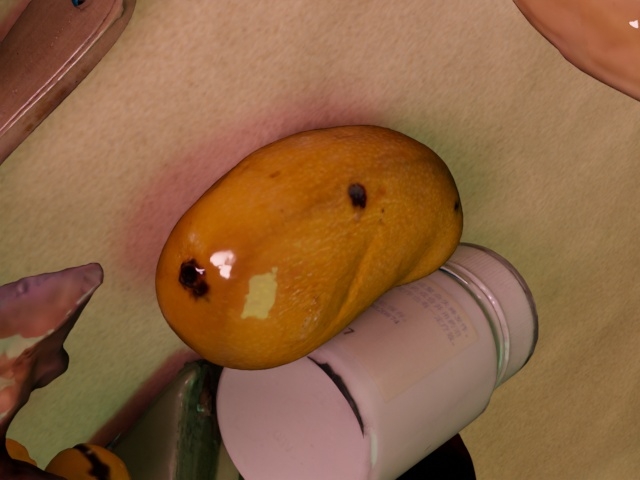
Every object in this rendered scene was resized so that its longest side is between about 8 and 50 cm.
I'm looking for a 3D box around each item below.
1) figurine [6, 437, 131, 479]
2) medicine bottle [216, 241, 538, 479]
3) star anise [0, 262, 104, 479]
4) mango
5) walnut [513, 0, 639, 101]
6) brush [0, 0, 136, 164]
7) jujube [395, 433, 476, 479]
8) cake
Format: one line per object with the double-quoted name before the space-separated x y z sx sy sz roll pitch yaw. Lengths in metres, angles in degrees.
"figurine" -0.241 0.213 0.949 0.320 0.196 0.323 -25 154 -18
"medicine bottle" 0.051 0.095 1.250 0.258 0.143 0.143 -27 147 -49
"star anise" -0.216 0.095 0.732 0.315 0.315 0.108 -55 169 14
"mango" -0.005 -0.002 1.102 0.262 0.109 0.157 -21 134 -49
"walnut" 0.278 -0.225 0.920 0.383 0.383 0.383 -35 150 -23
"brush" -0.214 -0.018 0.830 0.327 0.070 0.065 -49 143 1
"jujube" 0.031 0.204 1.376 0.168 0.168 0.236 -53 150 11
"cake" -0.100 0.242 1.214 0.283 0.172 0.158 -52 161 2
